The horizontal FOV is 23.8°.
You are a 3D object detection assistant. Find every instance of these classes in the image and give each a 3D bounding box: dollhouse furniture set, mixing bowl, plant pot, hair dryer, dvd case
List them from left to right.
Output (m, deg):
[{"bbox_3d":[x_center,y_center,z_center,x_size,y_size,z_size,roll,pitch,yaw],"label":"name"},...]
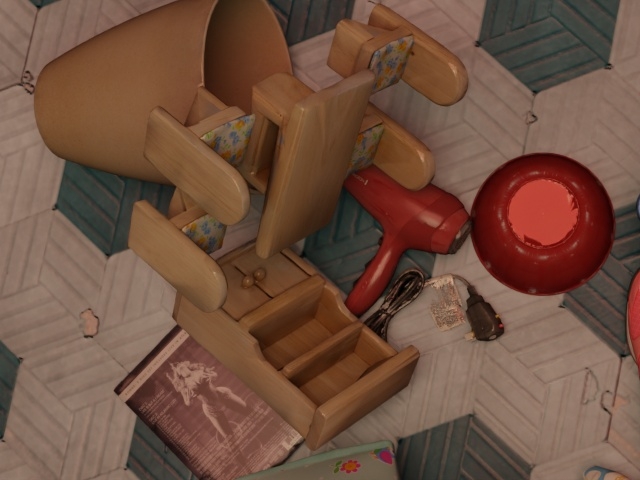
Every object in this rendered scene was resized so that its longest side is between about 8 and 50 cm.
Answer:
[{"bbox_3d":[-0.206,-0.176,1.880,0.274,0.256,0.256,-3,82,23],"label":"plant pot"},{"bbox_3d":[-0.129,0.209,1.916,0.221,0.018,0.164,44,91,10],"label":"dvd case"},{"bbox_3d":[0.000,0.000,1.712,0.256,0.394,0.362,39,46,23],"label":"dollhouse furniture set"},{"bbox_3d":[0.084,0.020,1.881,0.224,0.080,0.293,-18,80,5],"label":"hair dryer"},{"bbox_3d":[0.270,-0.026,1.854,0.182,0.098,0.181,-1,83,8],"label":"mixing bowl"}]

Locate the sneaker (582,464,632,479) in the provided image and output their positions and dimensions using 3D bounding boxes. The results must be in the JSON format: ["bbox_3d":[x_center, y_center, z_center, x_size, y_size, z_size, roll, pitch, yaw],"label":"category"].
[{"bbox_3d":[0.307,0.379,1.811,0.092,0.087,0.228,31,89,31],"label":"sneaker"}]

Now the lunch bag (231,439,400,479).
[{"bbox_3d":[-0.021,0.376,1.770,0.262,0.160,0.223,-12,42,3],"label":"lunch bag"}]

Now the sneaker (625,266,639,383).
[{"bbox_3d":[0.432,0.171,1.787,0.116,0.136,0.313,-7,82,6],"label":"sneaker"}]

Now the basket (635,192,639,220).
[{"bbox_3d":[0.495,-0.030,1.726,0.255,0.289,0.201,38,83,13],"label":"basket"}]
